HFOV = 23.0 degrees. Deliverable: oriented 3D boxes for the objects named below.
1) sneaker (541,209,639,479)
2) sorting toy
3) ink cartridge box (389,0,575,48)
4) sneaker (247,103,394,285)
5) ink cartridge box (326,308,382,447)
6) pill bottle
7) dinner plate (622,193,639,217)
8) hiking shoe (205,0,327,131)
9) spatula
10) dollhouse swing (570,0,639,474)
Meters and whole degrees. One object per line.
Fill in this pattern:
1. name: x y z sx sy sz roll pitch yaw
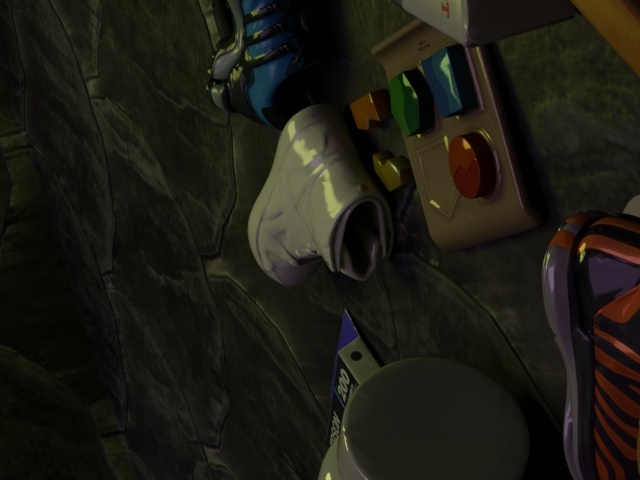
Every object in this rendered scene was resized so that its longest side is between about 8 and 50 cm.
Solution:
1. sneaker: 0.286 0.131 1.233 0.180 0.124 0.321 17 138 47
2. sorting toy: 0.107 -0.098 1.583 0.307 0.041 0.229 -21 87 69
3. ink cartridge box: 0.097 -0.305 1.335 0.273 0.114 0.197 44 145 51
4. sneaker: 0.000 0.000 1.834 0.293 0.108 0.169 103 146 -51
5. ink cartridge box: 0.052 0.226 1.981 0.208 0.045 0.206 58 155 34
6. pill bottle: 0.102 0.317 1.690 0.224 0.224 0.392 55 154 35
7. dinner plate: 0.283 0.029 1.297 0.141 0.017 0.141 47 147 45
8. hiking shoe: -0.039 -0.255 1.765 0.132 0.113 0.304 29 137 20
9. spatula: -0.080 -0.188 1.975 0.296 0.030 0.084 64 156 20
10. dollhouse swing: 0.281 -0.028 0.796 0.305 0.346 0.315 46 148 46
